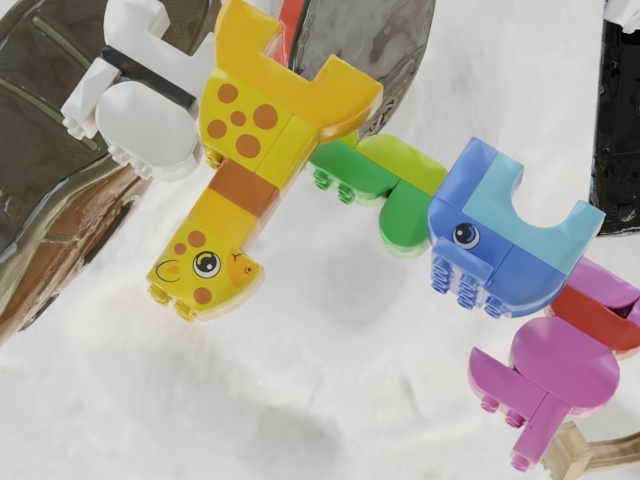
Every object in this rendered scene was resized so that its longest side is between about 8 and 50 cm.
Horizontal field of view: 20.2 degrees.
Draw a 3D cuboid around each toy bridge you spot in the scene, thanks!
[{"bbox_3d":[0.209,0.102,1.057,0.188,0.026,0.063,-20,150,-24],"label":"toy bridge"}]

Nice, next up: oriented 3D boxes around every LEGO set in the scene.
[{"bbox_3d":[0.000,0.000,0.574,0.227,0.087,0.093,32,80,10],"label":"LEGO set"}]

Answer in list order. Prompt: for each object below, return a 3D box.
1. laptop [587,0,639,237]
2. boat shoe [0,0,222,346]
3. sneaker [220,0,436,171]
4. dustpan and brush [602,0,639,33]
[{"bbox_3d":[0.249,-0.155,0.993,0.234,0.136,0.264,-7,125,-7],"label":"laptop"},{"bbox_3d":[-0.149,-0.053,1.031,0.307,0.104,0.110,-47,76,18],"label":"boat shoe"},{"bbox_3d":[-0.029,-0.166,0.761,0.090,0.145,0.270,-32,140,-27],"label":"sneaker"},{"bbox_3d":[0.190,-0.104,0.451,0.211,0.147,0.060,11,141,19],"label":"dustpan and brush"}]
